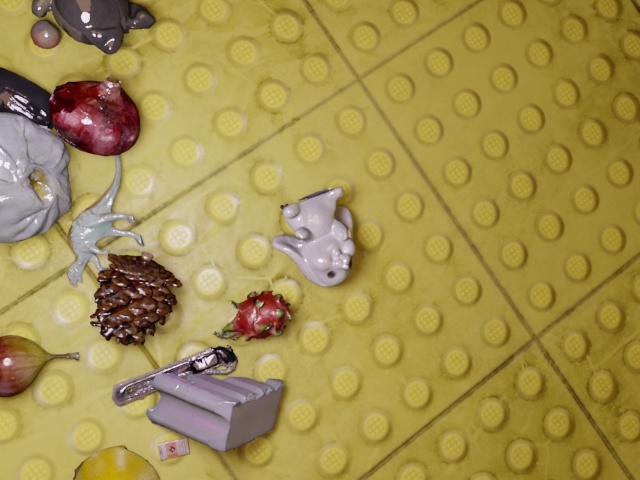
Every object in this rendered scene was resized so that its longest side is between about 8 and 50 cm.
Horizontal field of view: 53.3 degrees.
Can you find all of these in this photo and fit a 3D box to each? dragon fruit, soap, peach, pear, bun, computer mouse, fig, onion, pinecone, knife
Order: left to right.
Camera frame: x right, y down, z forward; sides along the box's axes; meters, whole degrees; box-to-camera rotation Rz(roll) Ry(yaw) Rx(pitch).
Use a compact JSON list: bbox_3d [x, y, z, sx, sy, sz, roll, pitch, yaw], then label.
[{"bbox_3d":[-0.867,-0.400,1.782,0.269,0.086,0.138,30,81,-7],"label":"computer mouse"},{"bbox_3d":[-0.792,-0.153,1.638,0.194,0.354,0.355,16,80,30],"label":"bun"},{"bbox_3d":[-0.791,0.326,1.722,0.230,0.143,0.161,-7,81,-54],"label":"fig"},{"bbox_3d":[-0.784,-0.586,1.818,0.083,0.083,0.083,1,85,-10],"label":"peach"},{"bbox_3d":[-0.602,-0.353,1.741,0.252,0.252,0.219,32,116,-6],"label":"onion"},{"bbox_3d":[-0.545,0.694,1.694,0.266,0.178,0.267,2,83,-14],"label":"pear"},{"bbox_3d":[-0.504,0.156,1.733,0.224,0.224,0.273,16,102,-8],"label":"pinecone"},{"bbox_3d":[-0.413,0.386,1.812,0.364,0.043,0.089,-18,87,-11],"label":"knife"},{"bbox_3d":[-0.292,0.457,1.808,0.302,0.257,0.159,13,102,32],"label":"soap"},{"bbox_3d":[-0.198,0.221,1.827,0.235,0.135,0.137,-11,93,7],"label":"dragon fruit"}]

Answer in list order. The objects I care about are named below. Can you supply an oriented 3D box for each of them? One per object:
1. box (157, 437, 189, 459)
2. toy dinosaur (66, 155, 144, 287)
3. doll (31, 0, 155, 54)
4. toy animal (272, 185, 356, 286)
[{"bbox_3d":[-0.415,0.590,1.807,0.083,0.012,0.046,-10,88,-12],"label":"box"},{"bbox_3d":[-0.603,-0.058,1.797,0.205,0.092,0.394,4,92,-4],"label":"toy dinosaur"},{"bbox_3d":[-0.641,-0.698,1.717,0.382,0.378,0.252,34,63,-9],"label":"doll"},{"bbox_3d":[-0.016,-0.009,1.857,0.248,0.174,0.290,1,83,-22],"label":"toy animal"}]
